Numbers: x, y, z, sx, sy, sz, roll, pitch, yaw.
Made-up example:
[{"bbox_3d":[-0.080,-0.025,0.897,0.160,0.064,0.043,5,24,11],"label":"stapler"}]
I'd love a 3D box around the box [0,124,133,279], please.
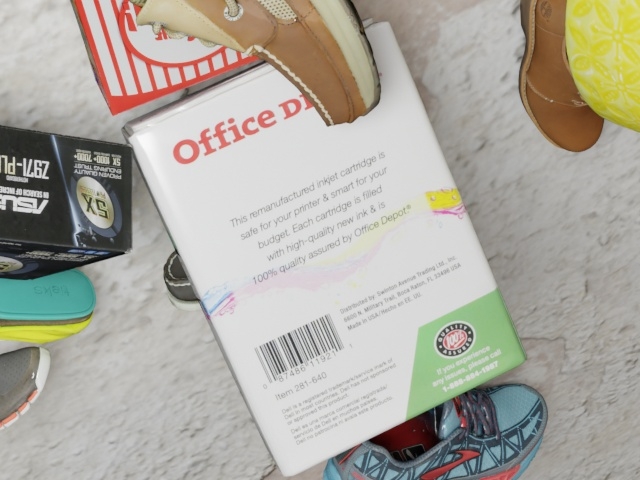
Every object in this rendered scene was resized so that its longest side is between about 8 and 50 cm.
[{"bbox_3d":[-0.240,-0.025,1.029,0.180,0.078,0.147,7,167,-38],"label":"box"}]

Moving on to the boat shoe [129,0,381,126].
[{"bbox_3d":[-0.071,-0.184,0.927,0.120,0.122,0.324,-30,133,7],"label":"boat shoe"}]

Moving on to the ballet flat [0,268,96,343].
[{"bbox_3d":[-0.279,0.048,1.152,0.231,0.077,0.077,10,150,-42],"label":"ballet flat"}]

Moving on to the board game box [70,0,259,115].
[{"bbox_3d":[-0.100,-0.188,1.023,0.146,0.045,0.193,-23,141,-9],"label":"board game box"}]

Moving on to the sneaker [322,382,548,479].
[{"bbox_3d":[0.133,0.195,1.531,0.261,0.104,0.125,-18,144,-28],"label":"sneaker"}]

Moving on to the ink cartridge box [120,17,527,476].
[{"bbox_3d":[0.000,0.000,1.126,0.201,0.117,0.278,-25,102,-7],"label":"ink cartridge box"}]

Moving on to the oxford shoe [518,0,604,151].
[{"bbox_3d":[0.211,-0.134,1.263,0.076,0.076,0.212,-29,144,-5],"label":"oxford shoe"}]

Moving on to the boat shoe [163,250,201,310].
[{"bbox_3d":[-0.036,-0.030,1.217,0.227,0.081,0.069,-35,140,-6],"label":"boat shoe"}]

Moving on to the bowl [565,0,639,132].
[{"bbox_3d":[0.344,-0.189,1.163,0.289,0.156,0.289,-23,131,-29],"label":"bowl"}]

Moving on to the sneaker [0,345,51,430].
[{"bbox_3d":[-0.287,0.120,1.212,0.158,0.061,0.065,-26,132,20],"label":"sneaker"}]
